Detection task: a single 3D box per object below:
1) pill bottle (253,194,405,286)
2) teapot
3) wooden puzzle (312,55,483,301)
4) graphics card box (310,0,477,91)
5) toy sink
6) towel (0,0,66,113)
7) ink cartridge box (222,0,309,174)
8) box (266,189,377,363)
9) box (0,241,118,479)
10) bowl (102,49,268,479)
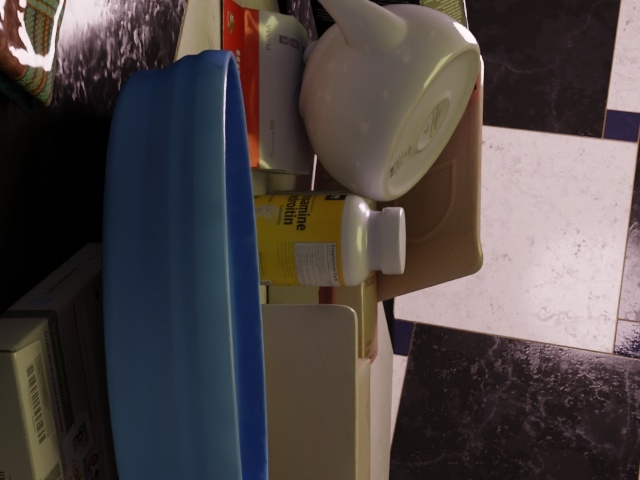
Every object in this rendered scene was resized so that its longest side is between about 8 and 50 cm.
[{"bbox_3d":[0.000,0.000,1.083,0.103,0.184,0.103,0,90,-81],"label":"pill bottle"},{"bbox_3d":[0.060,-0.181,1.174,0.252,0.187,0.256,-23,141,-60],"label":"teapot"},{"bbox_3d":[0.115,-0.079,1.423,0.080,0.322,0.347,23,59,-39],"label":"wooden puzzle"},{"bbox_3d":[0.075,-0.367,1.297,0.094,0.233,0.371,-31,122,-28],"label":"graphics card box"},{"bbox_3d":[-0.027,0.181,1.027,0.131,0.153,0.234,6,83,-80],"label":"toy sink"},{"bbox_3d":[-0.177,-0.288,0.510,0.271,0.040,0.370,57,35,-71],"label":"towel"},{"bbox_3d":[-0.059,-0.173,1.135,0.232,0.066,0.189,-20,110,-84],"label":"ink cartridge box"},{"bbox_3d":[0.007,0.050,1.286,0.148,0.127,0.232,-17,107,-79],"label":"box"},{"bbox_3d":[-0.157,0.097,0.616,0.186,0.038,0.145,-61,150,-68],"label":"box"},{"bbox_3d":[-0.088,0.060,0.713,0.391,0.077,0.391,177,-90,-89],"label":"bowl"}]
